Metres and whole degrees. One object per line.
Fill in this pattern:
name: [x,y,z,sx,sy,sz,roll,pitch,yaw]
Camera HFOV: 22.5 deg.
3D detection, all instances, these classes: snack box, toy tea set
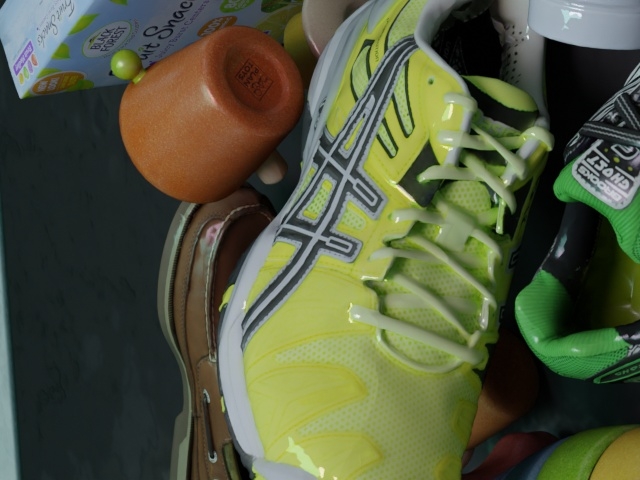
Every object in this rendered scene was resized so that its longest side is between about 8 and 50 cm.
snack box: [-0.093,-0.172,1.091,0.174,0.207,0.070,-38,68,54]
toy tea set: [0.000,0.000,1.019,0.124,0.200,0.336,-31,79,48]

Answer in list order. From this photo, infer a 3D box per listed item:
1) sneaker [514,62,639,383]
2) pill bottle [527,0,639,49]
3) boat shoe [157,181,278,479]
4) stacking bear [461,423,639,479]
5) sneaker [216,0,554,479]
sneaker: [0.200,-0.053,0.752,0.134,0.146,0.343,48,135,36]
pill bottle: [0.153,-0.196,0.817,0.103,0.103,0.184,32,125,48]
boat shoe: [-0.048,0.100,1.206,0.104,0.111,0.307,33,135,43]
stacking bear: [0.185,0.159,0.836,0.289,0.175,0.164,-26,75,48]
sneaker: [0.046,-0.014,0.864,0.147,0.145,0.384,-45,30,50]
